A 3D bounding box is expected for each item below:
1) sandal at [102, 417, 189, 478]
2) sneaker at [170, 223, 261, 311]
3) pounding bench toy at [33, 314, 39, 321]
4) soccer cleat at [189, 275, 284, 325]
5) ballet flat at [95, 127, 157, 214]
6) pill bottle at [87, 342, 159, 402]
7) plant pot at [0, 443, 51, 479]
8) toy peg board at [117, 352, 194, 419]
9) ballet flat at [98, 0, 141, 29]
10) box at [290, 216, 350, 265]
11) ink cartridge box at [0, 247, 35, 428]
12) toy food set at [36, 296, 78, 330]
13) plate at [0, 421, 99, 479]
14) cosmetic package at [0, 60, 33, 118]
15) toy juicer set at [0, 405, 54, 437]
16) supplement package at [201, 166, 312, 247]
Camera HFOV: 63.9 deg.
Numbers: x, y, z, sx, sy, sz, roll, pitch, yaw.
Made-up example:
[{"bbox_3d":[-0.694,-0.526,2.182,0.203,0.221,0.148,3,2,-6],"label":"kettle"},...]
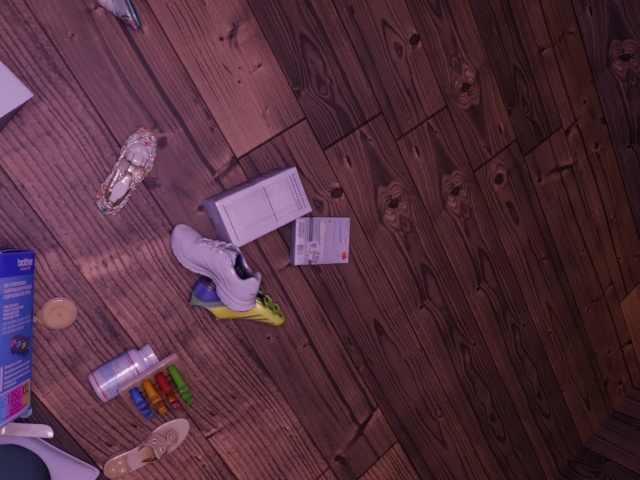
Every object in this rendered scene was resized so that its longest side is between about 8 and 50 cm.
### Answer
[{"bbox_3d":[-0.450,0.566,1.363,0.240,0.079,0.088,-23,107,-24],"label":"sandal"},{"bbox_3d":[-0.261,0.046,1.321,0.297,0.129,0.111,39,36,10],"label":"sneaker"},{"bbox_3d":[-0.706,0.164,1.192,0.083,0.052,0.065,-11,101,-27],"label":"pounding bench toy"},{"bbox_3d":[-0.232,0.184,1.444,0.289,0.093,0.121,28,108,-31],"label":"soccer cleat"},{"bbox_3d":[-0.469,-0.169,1.266,0.091,0.077,0.240,27,82,-27],"label":"ballet flat"},{"bbox_3d":[-0.496,0.332,1.305,0.160,0.087,0.087,-30,109,-22],"label":"pill bottle"},{"bbox_3d":[-0.689,0.606,1.043,0.342,0.334,0.340,-4,98,-28],"label":"plant pot"},{"bbox_3d":[-0.409,0.396,1.319,0.161,0.079,0.161,-31,146,-22],"label":"toy peg board"},{"bbox_3d":[-0.493,-0.601,1.211,0.079,0.077,0.221,-17,100,-7],"label":"ballet flat"},{"bbox_3d":[0.000,0.000,1.561,0.186,0.038,0.145,-2,97,-27],"label":"box"},{"bbox_3d":[-0.710,0.145,0.967,0.270,0.151,0.394,1,88,-6],"label":"ink cartridge box"},{"bbox_3d":[-0.637,0.179,1.249,0.083,0.020,0.083,40,77,-26],"label":"toy food set"},{"bbox_3d":[-0.737,0.602,1.232,0.277,0.045,0.278,45,75,-25],"label":"plate"},{"bbox_3d":[-0.728,-0.237,0.992,0.138,0.225,0.224,50,43,-22],"label":"cosmetic package"},{"bbox_3d":[-0.745,0.327,1.124,0.210,0.089,0.328,-13,101,-8],"label":"toy juicer set"},{"bbox_3d":[-0.172,-0.094,1.402,0.244,0.134,0.138,-27,108,-23],"label":"supplement package"}]
